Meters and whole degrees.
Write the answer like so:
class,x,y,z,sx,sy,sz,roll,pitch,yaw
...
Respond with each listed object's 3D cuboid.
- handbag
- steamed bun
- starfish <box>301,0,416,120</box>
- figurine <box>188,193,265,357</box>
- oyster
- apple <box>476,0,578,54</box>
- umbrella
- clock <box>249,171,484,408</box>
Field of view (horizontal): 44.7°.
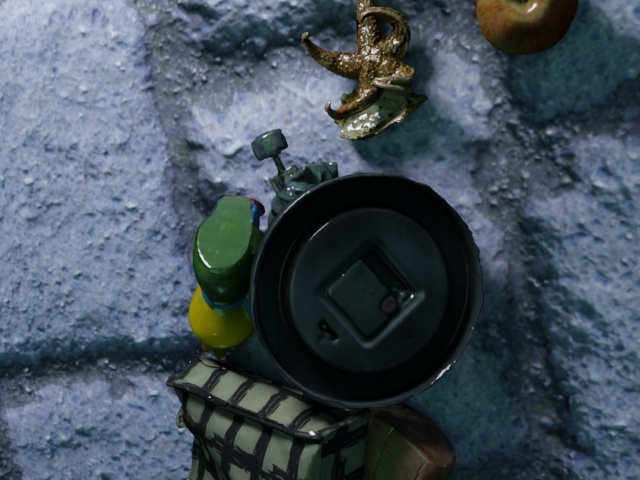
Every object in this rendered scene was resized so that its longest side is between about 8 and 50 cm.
class,x,y,z,sx,sy,sz,roll,pitch,yaw
handbag,-0.090,0.367,1.162,0.327,0.163,0.325,14,104,38
steamed bun,0.107,0.317,1.164,0.175,0.106,0.144,36,116,22
starfish,0.053,-0.262,1.065,0.146,0.074,0.189,-11,77,24
figurine,-0.137,0.057,1.183,0.128,0.185,0.234,0,140,5
oyster,0.082,-0.177,1.100,0.132,0.029,0.086,12,92,25
apple,0.260,-0.295,0.983,0.126,0.102,0.125,4,103,18
umbrella,0.002,-0.002,1.130,0.143,0.094,0.348,-29,98,1
clock,0.062,0.066,1.061,0.325,0.067,0.324,-2,97,-14
